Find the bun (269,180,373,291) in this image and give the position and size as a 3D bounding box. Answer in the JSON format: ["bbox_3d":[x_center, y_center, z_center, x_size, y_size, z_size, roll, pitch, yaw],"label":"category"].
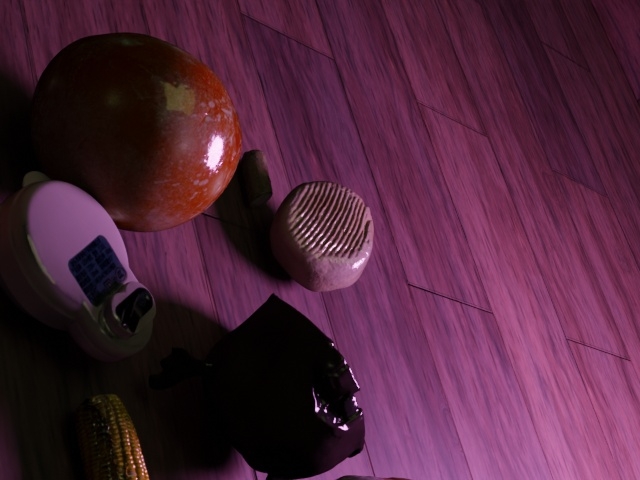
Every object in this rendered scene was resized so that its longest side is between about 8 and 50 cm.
[{"bbox_3d":[0.000,0.000,2.031,0.173,0.113,0.166,-23,73,-36],"label":"bun"}]

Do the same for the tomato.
[{"bbox_3d":[-0.239,-0.126,1.692,0.270,0.270,0.222,35,65,-30],"label":"tomato"}]

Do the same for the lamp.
[{"bbox_3d":[-0.296,0.040,1.573,0.246,0.108,0.179,53,34,-6],"label":"lamp"}]

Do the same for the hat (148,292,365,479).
[{"bbox_3d":[-0.085,0.202,1.691,0.238,0.209,0.336,63,-11,-10],"label":"hat"}]

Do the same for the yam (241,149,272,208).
[{"bbox_3d":[-0.097,-0.094,2.059,0.043,0.043,0.094,22,43,-43],"label":"yam"}]

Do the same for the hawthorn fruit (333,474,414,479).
[{"bbox_3d":[0.045,0.398,1.598,0.235,0.231,0.262,-31,126,-77],"label":"hawthorn fruit"}]

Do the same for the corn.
[{"bbox_3d":[-0.225,0.262,1.488,0.072,0.072,0.203,16,46,-48],"label":"corn"}]
